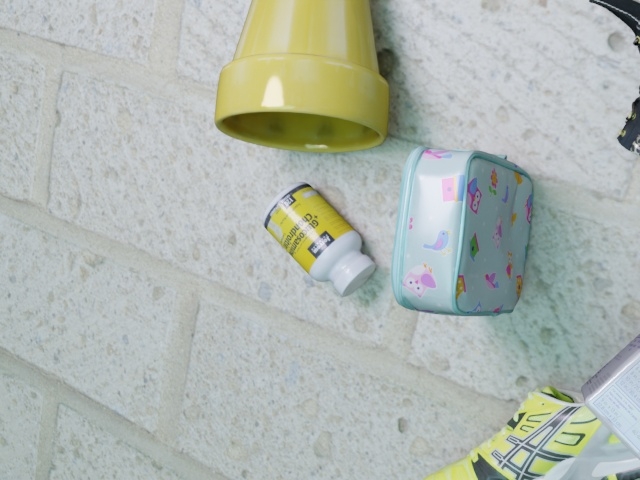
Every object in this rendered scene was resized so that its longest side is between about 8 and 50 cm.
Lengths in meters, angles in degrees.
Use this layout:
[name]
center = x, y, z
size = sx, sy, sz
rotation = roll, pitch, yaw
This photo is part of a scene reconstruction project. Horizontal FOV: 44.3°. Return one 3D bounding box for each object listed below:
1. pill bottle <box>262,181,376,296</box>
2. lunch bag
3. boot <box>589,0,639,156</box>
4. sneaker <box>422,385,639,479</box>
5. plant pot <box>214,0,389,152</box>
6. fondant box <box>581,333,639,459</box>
[pill bottle]
center = 0.000, 0.000, 1.260
size = 0.184, 0.103, 0.103
rotation = 45, 117, 17
[lunch bag]
center = 0.194, -0.013, 1.043
size = 0.108, 0.279, 0.224
rotation = 3, 89, 30
[boot]
center = 0.411, -0.207, 0.991
size = 0.236, 0.085, 0.178
rotation = 36, 116, 21
[sneaker]
center = 0.308, 0.289, 1.115
size = 0.385, 0.145, 0.147
rotation = -26, 77, 21
[plant pot]
center = -0.020, -0.272, 1.160
size = 0.254, 0.254, 0.239
rotation = 2, 84, 31
[fondant box]
center = 0.444, 0.095, 0.874
size = 0.330, 0.238, 0.096
rotation = -46, 73, 8
